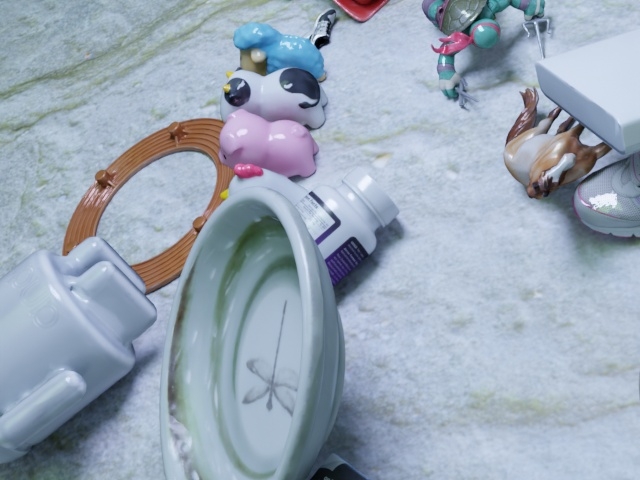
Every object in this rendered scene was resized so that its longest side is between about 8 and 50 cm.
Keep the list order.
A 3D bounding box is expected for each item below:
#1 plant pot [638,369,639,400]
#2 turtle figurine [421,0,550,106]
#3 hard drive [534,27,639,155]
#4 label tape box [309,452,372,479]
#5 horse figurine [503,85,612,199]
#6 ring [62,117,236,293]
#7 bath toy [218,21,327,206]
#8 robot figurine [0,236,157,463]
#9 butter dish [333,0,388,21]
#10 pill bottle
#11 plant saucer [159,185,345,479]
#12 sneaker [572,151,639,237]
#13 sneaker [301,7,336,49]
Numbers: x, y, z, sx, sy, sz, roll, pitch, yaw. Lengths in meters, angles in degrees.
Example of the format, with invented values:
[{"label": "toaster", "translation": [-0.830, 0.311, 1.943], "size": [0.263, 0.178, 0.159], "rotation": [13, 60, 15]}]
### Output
[{"label": "plant pot", "translation": [0.416, 0.121, 1.105], "size": [0.274, 0.256, 0.256], "rotation": [-15, 44, 50]}, {"label": "turtle figurine", "translation": [0.208, -0.287, 1.724], "size": [0.175, 0.118, 0.234], "rotation": [-32, 35, 10]}, {"label": "hard drive", "translation": [0.434, -0.196, 1.384], "size": [0.353, 0.047, 0.233], "rotation": [-18, 25, -5]}, {"label": "label tape box", "translation": [0.002, 0.402, 1.246], "size": [0.333, 0.106, 0.240], "rotation": [-50, 40, -12]}, {"label": "horse figurine", "translation": [0.273, -0.114, 1.510], "size": [0.174, 0.066, 0.263], "rotation": [-45, 17, -3]}, {"label": "ring", "translation": [-0.249, -0.056, 1.923], "size": [0.336, 0.032, 0.336], "rotation": [-21, 43, 21]}, {"label": "bath toy", "translation": [-0.079, -0.149, 1.802], "size": [0.151, 0.129, 0.348], "rotation": [-19, 45, 23]}, {"label": "robot figurine", "translation": [-0.384, 0.152, 1.703], "size": [0.353, 0.200, 0.300], "rotation": [-39, 30, 1]}, {"label": "butter dish", "translation": [0.059, -0.435, 1.925], "size": [0.160, 0.118, 0.160], "rotation": [-45, 80, -6]}, {"label": "pill bottle", "translation": [0.000, 0.000, 1.617], "size": [0.193, 0.108, 0.108], "rotation": [-41, 40, -2]}, {"label": "plant saucer", "translation": [-0.064, 0.143, 1.456], "size": [0.400, 0.100, 0.400], "rotation": [-28, 58, 58]}, {"label": "sneaker", "translation": [0.383, -0.091, 1.401], "size": [0.252, 0.111, 0.103], "rotation": [-23, 43, 20]}, {"label": "sneaker", "translation": [0.004, -0.312, 1.969], "size": [0.037, 0.032, 0.083], "rotation": [27, 77, 34]}]
